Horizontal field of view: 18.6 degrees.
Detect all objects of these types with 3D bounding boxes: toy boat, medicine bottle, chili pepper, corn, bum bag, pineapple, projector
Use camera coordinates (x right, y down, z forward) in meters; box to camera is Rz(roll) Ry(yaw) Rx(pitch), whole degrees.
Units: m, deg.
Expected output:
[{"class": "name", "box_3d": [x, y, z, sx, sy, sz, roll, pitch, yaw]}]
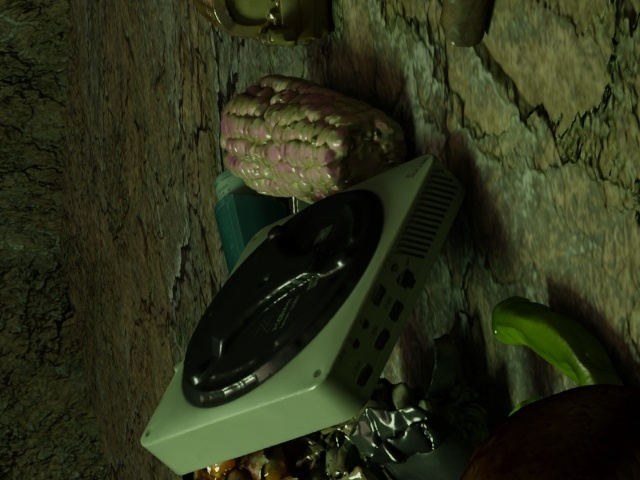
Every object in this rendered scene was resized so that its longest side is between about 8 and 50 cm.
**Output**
[{"class": "toy boat", "box_3d": [-0.072, -0.256, 2.027, 0.310, 0.115, 0.089, -136, 41, -68]}, {"class": "medicine bottle", "box_3d": [-0.080, 0.042, 2.198, 0.079, 0.124, 0.258, 107, 154, -64]}, {"class": "chili pepper", "box_3d": [0.176, 0.089, 1.384, 0.201, 0.050, 0.052, -126, 17, -60]}, {"class": "corn", "box_3d": [-0.009, -0.095, 1.868, 0.335, 0.127, 0.126, -162, 65, -72]}, {"class": "bum bag", "box_3d": [0.109, 0.191, 1.486, 0.087, 0.198, 0.049, -43, 12, 44]}, {"class": "pineapple", "box_3d": [0.053, 0.194, 1.677, 0.272, 0.263, 0.262, -25, 72, 51]}, {"class": "projector", "box_3d": [-0.020, 0.058, 1.633, 0.259, 0.079, 0.257, -23, 31, 47]}]

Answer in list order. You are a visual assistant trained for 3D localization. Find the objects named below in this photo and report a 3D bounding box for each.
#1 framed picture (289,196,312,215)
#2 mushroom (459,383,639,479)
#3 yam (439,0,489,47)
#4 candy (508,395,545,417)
[{"class": "framed picture", "box_3d": [0.000, 0.000, 2.059, 0.168, 0.023, 0.127, -131, 36, -65]}, {"class": "mushroom", "box_3d": [0.164, 0.199, 1.080, 0.163, 0.278, 0.297, 25, 164, 39]}, {"class": "yam", "box_3d": [0.125, -0.269, 1.412, 0.045, 0.045, 0.326, 30, 143, 18]}, {"class": "candy", "box_3d": [0.176, 0.189, 1.356, 0.209, 0.097, 0.096, -109, 19, -46]}]
